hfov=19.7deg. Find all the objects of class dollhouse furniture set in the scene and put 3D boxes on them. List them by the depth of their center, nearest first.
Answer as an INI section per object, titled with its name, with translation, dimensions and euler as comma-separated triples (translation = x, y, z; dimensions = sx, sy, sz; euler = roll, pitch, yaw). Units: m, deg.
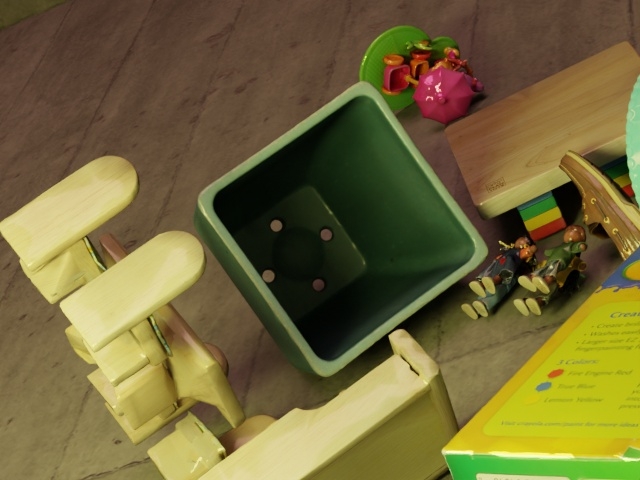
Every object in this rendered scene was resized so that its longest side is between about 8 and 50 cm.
[dollhouse furniture set]
translation = -0.078, 0.125, 1.867
dimensions = 0.256, 0.362, 0.394
euler = -35, 53, -11

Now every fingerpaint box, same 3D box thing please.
[fingerpaint box]
translation = 0.391, 0.142, 1.501
dimensions = 0.445, 0.163, 0.371
euler = -5, 25, 42

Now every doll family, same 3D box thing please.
[doll family]
translation = 0.233, 0.032, 2.039
dimensions = 0.193, 0.076, 0.111
euler = -1, 40, 50

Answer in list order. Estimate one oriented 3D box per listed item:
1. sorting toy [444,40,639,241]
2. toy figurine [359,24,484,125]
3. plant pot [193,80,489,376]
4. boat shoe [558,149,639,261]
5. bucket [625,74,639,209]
[sorting toy]
translation = 0.300, -0.111, 2.226
dimensions = 0.257, 0.089, 0.255
euler = -26, 24, 6
[toy figurine]
translation = 0.168, -0.222, 2.600
dimensions = 0.173, 0.130, 0.159
euler = -13, 30, -28
[plant pot]
translation = 0.000, 0.000, 2.149
dimensions = 0.247, 0.248, 0.252
euler = -36, 2, -15
[boat shoe]
translation = 0.314, -0.033, 2.030
dimensions = 0.060, 0.064, 0.178
euler = -46, 53, 10
[bucket]
translation = 0.447, -0.096, 1.837
dimensions = 0.183, 0.281, 0.281
euler = -10, 30, 44
